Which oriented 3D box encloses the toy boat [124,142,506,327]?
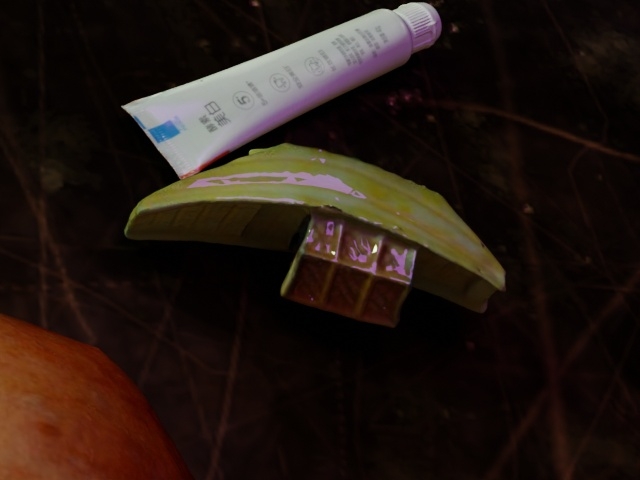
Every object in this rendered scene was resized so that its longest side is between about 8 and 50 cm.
[{"bbox_3d":[0.000,0.000,0.894,0.172,0.065,0.066,15,66,-12],"label":"toy boat"}]

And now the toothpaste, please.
[{"bbox_3d":[-0.011,-0.079,0.978,0.190,0.031,0.048,-27,71,-37],"label":"toothpaste"}]

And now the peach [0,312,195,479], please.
[{"bbox_3d":[-0.121,0.148,0.593,0.257,0.232,0.232,55,27,-42],"label":"peach"}]
